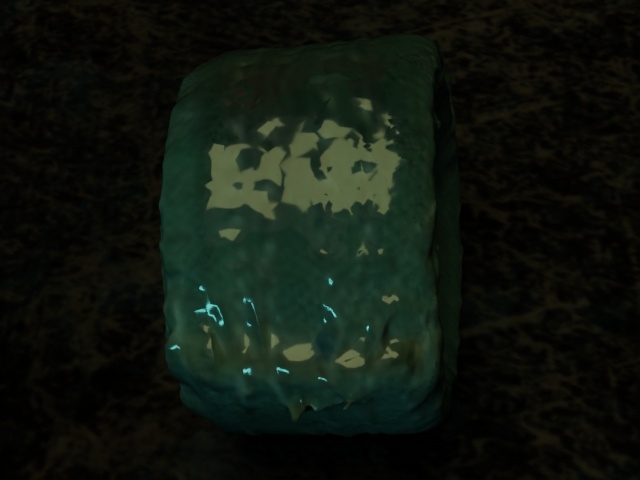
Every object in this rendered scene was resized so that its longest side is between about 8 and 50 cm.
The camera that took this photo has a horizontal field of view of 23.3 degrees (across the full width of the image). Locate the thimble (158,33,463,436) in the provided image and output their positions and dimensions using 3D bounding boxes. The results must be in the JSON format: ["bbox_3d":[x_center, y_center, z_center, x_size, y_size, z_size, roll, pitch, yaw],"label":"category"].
[{"bbox_3d":[0.000,0.000,0.821,0.143,0.198,0.235,-3,44,8],"label":"thimble"}]
